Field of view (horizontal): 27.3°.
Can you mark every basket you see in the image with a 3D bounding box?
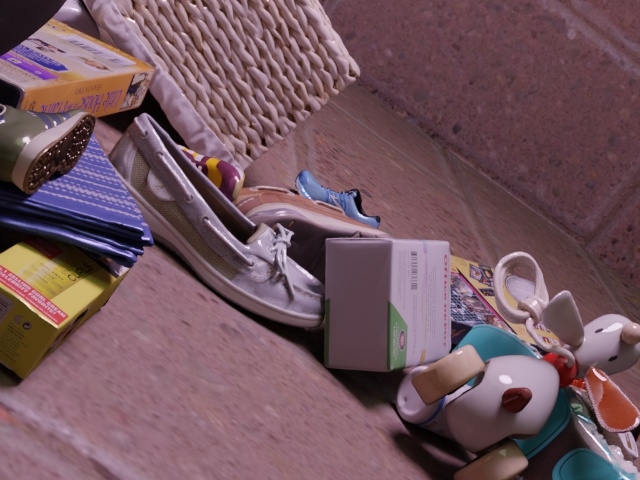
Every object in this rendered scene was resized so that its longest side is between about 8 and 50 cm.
[{"bbox_3d":[-0.155,-0.319,1.888,0.331,0.266,0.328,56,2,-34],"label":"basket"}]

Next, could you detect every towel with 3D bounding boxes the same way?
[{"bbox_3d":[-0.304,-0.073,1.263,0.243,0.040,0.336,16,14,-24],"label":"towel"}]

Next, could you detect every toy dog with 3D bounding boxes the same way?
[{"bbox_3d":[0.260,0.149,1.501,0.220,0.161,0.334,46,56,-5],"label":"toy dog"}]

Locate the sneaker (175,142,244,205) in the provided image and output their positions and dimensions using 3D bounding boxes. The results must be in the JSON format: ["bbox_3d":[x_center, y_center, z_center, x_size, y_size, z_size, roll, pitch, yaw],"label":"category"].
[{"bbox_3d":[-0.171,-0.083,1.641,0.084,0.070,0.185,21,-2,-39],"label":"sneaker"}]

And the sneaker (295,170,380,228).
[{"bbox_3d":[0.031,-0.060,2.084,0.162,0.073,0.063,41,15,12],"label":"sneaker"}]

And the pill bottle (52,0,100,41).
[{"bbox_3d":[-0.374,-0.307,1.805,0.108,0.108,0.193,27,18,-37],"label":"pill bottle"}]

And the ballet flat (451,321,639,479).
[{"bbox_3d":[0.293,0.281,1.620,0.147,0.147,0.409,20,25,-49],"label":"ballet flat"}]

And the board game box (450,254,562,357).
[{"bbox_3d":[0.234,0.098,1.974,0.243,0.042,0.165,18,34,-21],"label":"board game box"}]

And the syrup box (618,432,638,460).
[{"bbox_3d":[0.304,0.238,1.777,0.237,0.093,0.096,37,14,-2],"label":"syrup box"}]

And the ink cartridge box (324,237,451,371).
[{"bbox_3d":[0.086,0.075,1.609,0.093,0.154,0.212,0,-1,26],"label":"ink cartridge box"}]

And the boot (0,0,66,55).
[{"bbox_3d":[-0.372,-0.212,1.217,0.115,0.305,0.112,44,-27,31],"label":"boot"}]

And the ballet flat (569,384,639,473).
[{"bbox_3d":[0.380,0.289,1.699,0.250,0.058,0.084,58,-28,-1],"label":"ballet flat"}]

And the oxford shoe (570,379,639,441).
[{"bbox_3d":[0.372,0.248,1.964,0.098,0.097,0.271,24,-4,46],"label":"oxford shoe"}]

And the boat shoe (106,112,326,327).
[{"bbox_3d":[-0.113,-0.016,1.540,0.320,0.103,0.118,38,15,-2],"label":"boat shoe"}]

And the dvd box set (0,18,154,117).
[{"bbox_3d":[-0.389,-0.219,1.470,0.307,0.062,0.420,25,14,4],"label":"dvd box set"}]

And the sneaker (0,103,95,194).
[{"bbox_3d":[-0.266,-0.097,1.185,0.086,0.064,0.192,25,15,-1],"label":"sneaker"}]

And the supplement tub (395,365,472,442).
[{"bbox_3d":[0.149,0.198,1.576,0.107,0.071,0.071,27,18,-36],"label":"supplement tub"}]

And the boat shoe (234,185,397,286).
[{"bbox_3d":[0.000,0.000,1.740,0.324,0.123,0.116,26,17,-45],"label":"boat shoe"}]

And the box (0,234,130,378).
[{"bbox_3d":[-0.239,0.042,1.148,0.087,0.058,0.232,37,14,-1],"label":"box"}]
